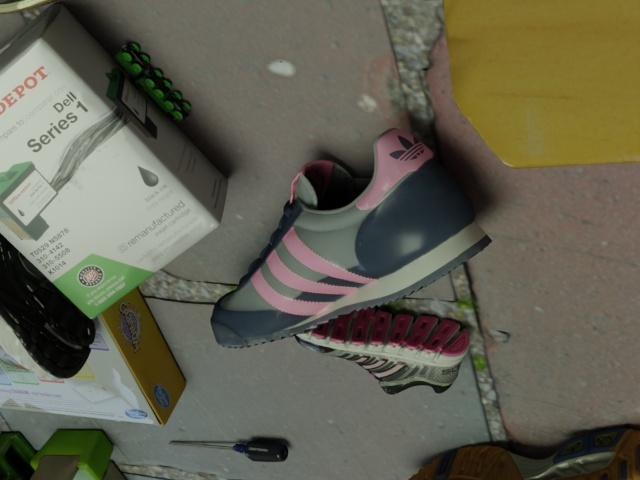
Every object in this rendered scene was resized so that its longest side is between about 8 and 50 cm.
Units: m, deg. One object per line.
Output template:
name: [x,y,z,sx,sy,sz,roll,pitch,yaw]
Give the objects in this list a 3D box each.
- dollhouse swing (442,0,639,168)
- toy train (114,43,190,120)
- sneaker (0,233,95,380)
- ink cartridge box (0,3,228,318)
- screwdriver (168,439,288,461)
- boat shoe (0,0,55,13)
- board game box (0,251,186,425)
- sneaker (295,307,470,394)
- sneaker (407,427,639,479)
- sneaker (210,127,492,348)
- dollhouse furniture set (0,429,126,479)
dollhouse swing: [0.259,-0.197,0.613,0.305,0.315,0.347,-173,75,-69]
toy train: [-0.144,-0.134,1.077,0.024,0.017,0.083,-12,126,48]
sneaker: [-0.327,0.031,1.183,0.108,0.100,0.271,-2,131,36]
ink cartridge box: [-0.212,-0.066,1.086,0.160,0.092,0.219,-36,113,18]
screwdriver: [-0.108,0.232,1.432,0.170,0.024,0.025,4,104,34]
boat shoe: [-0.217,-0.218,1.007,0.152,0.056,0.049,-8,124,21]
board game box: [-0.305,0.059,1.321,0.242,0.064,0.316,2,133,26]
sneaker: [0.054,0.105,1.180,0.170,0.063,0.075,8,129,14]
sneaker: [0.212,0.273,1.233,0.296,0.112,0.131,-13,125,37]
sneaker: [0.000,0.000,1.093,0.319,0.112,0.131,-24,97,42]
dollhouse furniture set: [-0.301,0.393,1.592,0.197,0.151,0.301,-5,129,32]
